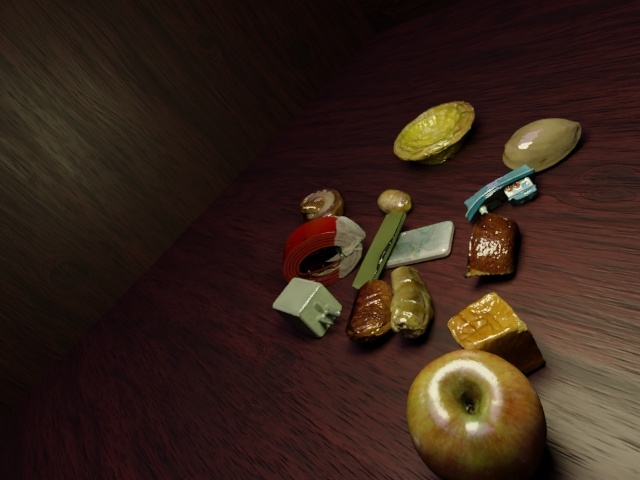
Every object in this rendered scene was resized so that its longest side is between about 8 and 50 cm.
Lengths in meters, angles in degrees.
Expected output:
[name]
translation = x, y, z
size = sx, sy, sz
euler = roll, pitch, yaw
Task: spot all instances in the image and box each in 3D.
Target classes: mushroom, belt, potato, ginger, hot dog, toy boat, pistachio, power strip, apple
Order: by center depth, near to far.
[apple]
translation = 0.303, 0.357, 0.943
size = 0.264, 0.264, 0.264
euler = -29, 30, 19
[ginger]
translation = 0.257, 0.175, 1.372
size = 0.116, 0.109, 0.263
euler = -27, 25, 20
[hot dog]
translation = 0.151, 0.217, 1.446
size = 0.160, 0.099, 0.227
euler = -18, 34, 35
[toy boat]
translation = 0.553, -0.130, 1.475
size = 0.238, 0.109, 0.098
euler = -31, 64, 17
[pistachio]
translation = 0.690, -0.300, 1.509
size = 0.238, 0.153, 0.138
euler = -29, -10, 15
[power strip]
translation = -0.028, 0.226, 1.605
size = 0.224, 0.140, 0.139
euler = 5, 50, 53
[belt]
translation = 0.008, 0.039, 1.735
size = 0.324, 0.227, 0.115
euler = -32, 32, 18
[potato]
translation = 0.281, -0.142, 1.819
size = 0.107, 0.080, 0.170
euler = -45, 34, -11
[mushroom]
translation = 0.016, -0.125, 2.075
size = 0.194, 0.138, 0.231
euler = -27, 39, -13

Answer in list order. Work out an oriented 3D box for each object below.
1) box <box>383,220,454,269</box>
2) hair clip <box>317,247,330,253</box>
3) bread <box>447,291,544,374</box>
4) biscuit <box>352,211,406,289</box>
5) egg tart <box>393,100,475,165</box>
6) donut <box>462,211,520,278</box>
[box]
translation = 0.306, 0.020, 1.604
size = 0.285, 0.044, 0.142
euler = -15, 41, 38
[hair clip]
translation = 0.000, 0.000, 2.011
size = 0.070, 0.039, 0.229
euler = -37, 24, 4
[bread]
translation = 0.392, 0.224, 1.094
size = 0.143, 0.158, 0.149
euler = -38, 24, 7
[biscuit]
translation = 0.204, 0.034, 1.630
size = 0.099, 0.038, 0.322
euler = -8, 48, 52
[egg tart]
translation = 0.466, -0.411, 1.926
size = 0.345, 0.132, 0.345
euler = -30, 30, 19
[donut]
translation = 0.473, 0.015, 1.323
size = 0.126, 0.144, 0.186
euler = 5, 22, 27
